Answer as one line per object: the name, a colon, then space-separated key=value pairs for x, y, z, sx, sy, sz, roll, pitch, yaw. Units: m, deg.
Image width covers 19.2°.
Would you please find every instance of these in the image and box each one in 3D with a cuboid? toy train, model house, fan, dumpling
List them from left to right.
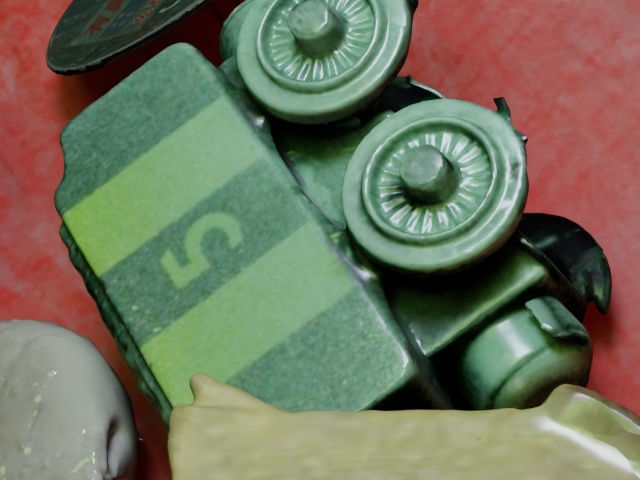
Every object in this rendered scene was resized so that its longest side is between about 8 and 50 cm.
dumpling: x=-0.171 y=0.113 z=1.007 sx=0.150 sy=0.092 sz=0.176 roll=-31 pitch=54 yaw=-5
fan: x=-0.042 y=-0.198 z=1.133 sx=0.294 sy=0.012 sz=0.223 roll=-24 pitch=30 yaw=27
toy train: x=0.000 y=0.000 z=0.979 sx=0.238 sy=0.167 sz=0.299 roll=-37 pitch=54 yaw=2
model house: x=0.067 y=0.235 z=0.775 sx=0.266 sy=0.261 sz=0.321 roll=-5 pitch=44 yaw=1
